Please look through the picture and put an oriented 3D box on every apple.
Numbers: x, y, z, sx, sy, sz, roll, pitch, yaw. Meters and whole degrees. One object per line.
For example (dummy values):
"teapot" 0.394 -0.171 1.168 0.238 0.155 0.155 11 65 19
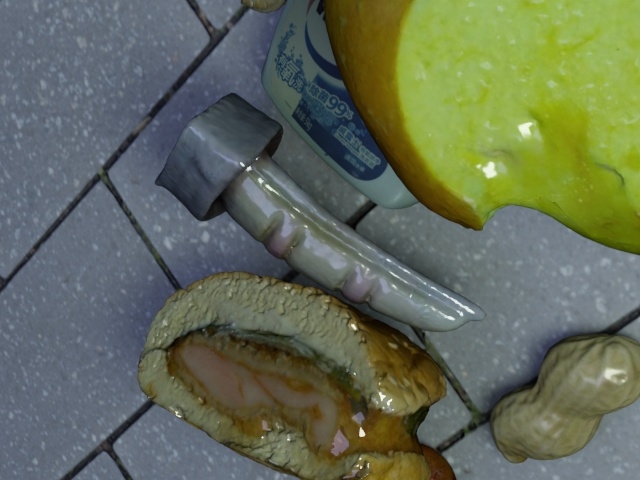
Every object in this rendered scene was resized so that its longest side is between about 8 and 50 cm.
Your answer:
"apple" 0.180 -0.156 1.157 0.374 0.374 0.384 -27 73 44

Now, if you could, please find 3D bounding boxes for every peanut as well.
"peanut" 0.210 0.137 1.453 0.082 0.082 0.187 50 133 13

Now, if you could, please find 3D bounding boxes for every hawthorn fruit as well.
"hawthorn fruit" 0.091 0.229 1.600 0.077 0.077 0.077 17 118 35

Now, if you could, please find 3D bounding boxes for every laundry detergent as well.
"laundry detergent" 0.080 -0.181 1.415 0.215 0.105 0.280 49 130 16

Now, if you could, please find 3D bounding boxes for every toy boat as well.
"toy boat" -0.024 -0.019 1.497 0.293 0.111 0.276 41 177 -16

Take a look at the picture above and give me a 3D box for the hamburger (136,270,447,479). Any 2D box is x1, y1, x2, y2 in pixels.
"hamburger" 0.002 0.141 1.549 0.330 0.209 0.162 13 80 45

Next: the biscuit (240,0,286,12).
"biscuit" -0.046 -0.277 1.499 0.152 0.020 0.152 -6 83 62
